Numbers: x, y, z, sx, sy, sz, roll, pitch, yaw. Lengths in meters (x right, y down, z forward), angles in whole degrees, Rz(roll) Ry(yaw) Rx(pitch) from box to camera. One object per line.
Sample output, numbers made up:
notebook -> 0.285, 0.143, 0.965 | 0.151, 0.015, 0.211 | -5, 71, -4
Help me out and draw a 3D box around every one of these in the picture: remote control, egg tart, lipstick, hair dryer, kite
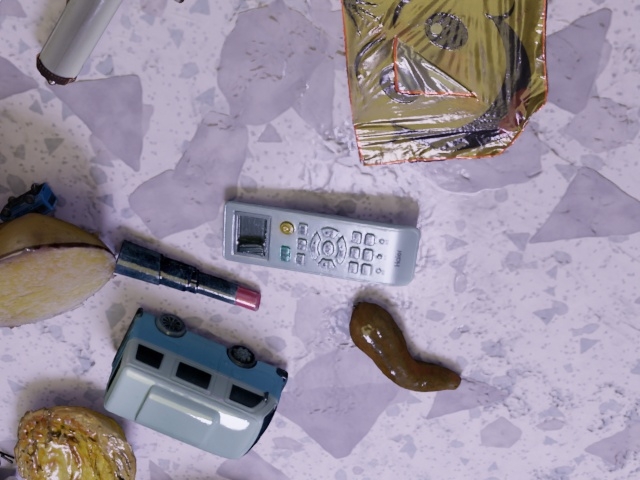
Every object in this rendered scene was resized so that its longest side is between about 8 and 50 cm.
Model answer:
remote control -> 0.000, 0.000, 1.545 | 0.293, 0.051, 0.103 | 8, 121, 4
egg tart -> -0.410, 0.370, 1.777 | 0.231, 0.098, 0.252 | -12, 116, 19
lipstick -> -0.202, 0.064, 1.601 | 0.234, 0.053, 0.053 | 21, 120, -11
hair dryer -> -0.287, -0.327, 1.342 | 0.203, 0.128, 0.362 | 32, 126, -15
kite -> 0.158, -0.243, 1.408 | 0.327, 0.013, 0.377 | 33, 119, -14

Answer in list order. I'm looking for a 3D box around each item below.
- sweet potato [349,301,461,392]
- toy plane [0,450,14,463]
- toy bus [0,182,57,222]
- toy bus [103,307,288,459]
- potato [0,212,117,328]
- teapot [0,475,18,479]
sweet potato -> 0.126, 0.184, 1.642 | 0.081, 0.062, 0.233 | -39, 114, 22
toy plane -> -0.603, 0.371, 1.826 | 0.120, 0.031, 0.049 | 39, 111, -20
toy bus -> -0.440, -0.050, 1.554 | 0.083, 0.038, 0.046 | -26, 119, 20
toy bus -> -0.199, 0.240, 1.636 | 0.271, 0.165, 0.133 | 24, 119, -10
potato -> -0.429, 0.029, 1.528 | 0.239, 0.116, 0.299 | 1, 155, -33
teapot -> -0.625, 0.504, 1.845 | 0.298, 0.139, 0.204 | -39, 109, 24
